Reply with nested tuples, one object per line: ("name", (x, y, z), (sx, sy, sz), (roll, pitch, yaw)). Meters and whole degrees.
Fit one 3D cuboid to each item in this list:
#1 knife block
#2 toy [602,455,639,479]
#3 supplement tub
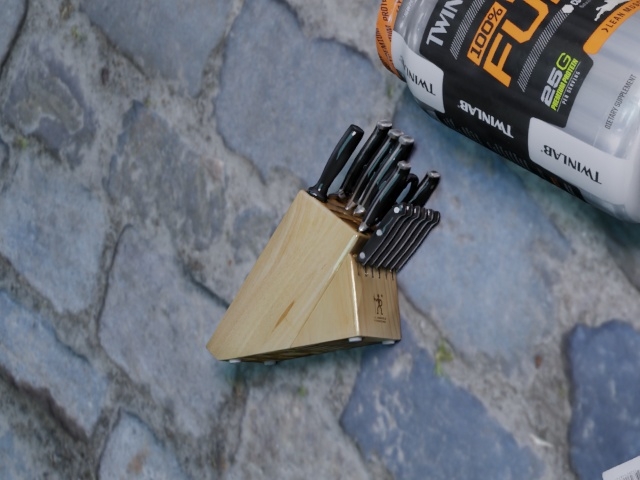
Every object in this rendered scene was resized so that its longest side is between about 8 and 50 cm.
("knife block", (0.000, 0.000, 1.429), (0.275, 0.088, 0.242), (-13, 75, 33))
("toy", (0.353, 0.293, 1.165), (0.137, 0.056, 0.237), (-32, 61, 31))
("supplement tub", (0.215, -0.164, 1.240), (0.316, 0.193, 0.193), (32, 102, 33))
